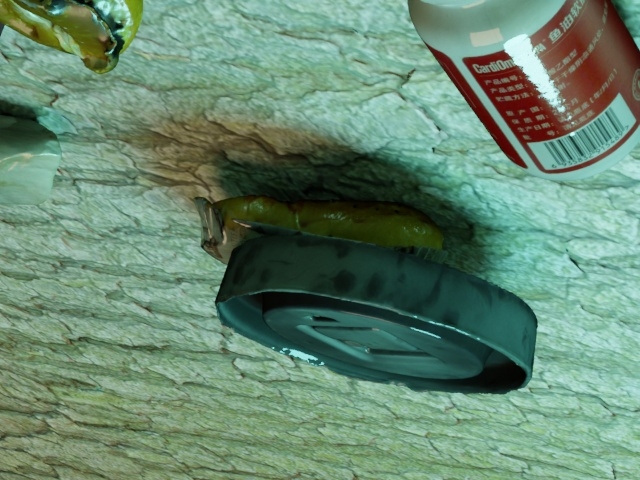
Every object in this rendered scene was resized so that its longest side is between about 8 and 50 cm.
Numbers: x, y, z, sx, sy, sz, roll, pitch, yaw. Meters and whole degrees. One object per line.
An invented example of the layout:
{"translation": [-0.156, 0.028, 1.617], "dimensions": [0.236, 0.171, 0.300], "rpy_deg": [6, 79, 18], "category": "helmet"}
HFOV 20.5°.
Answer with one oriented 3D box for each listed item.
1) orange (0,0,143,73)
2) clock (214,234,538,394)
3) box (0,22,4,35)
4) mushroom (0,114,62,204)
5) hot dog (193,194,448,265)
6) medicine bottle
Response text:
{"translation": [-0.214, -0.217, 1.476], "dimensions": [0.170, 0.112, 0.160], "rpy_deg": [44, 167, 2], "category": "orange"}
{"translation": [0.057, 0.079, 1.756], "dimensions": [0.325, 0.067, 0.325], "rpy_deg": [13, 164, 4], "category": "clock"}
{"translation": [-0.425, -0.209, 1.587], "dimensions": [0.294, 0.167, 0.193], "rpy_deg": [31, 153, -24], "category": "box"}
{"translation": [-0.387, -0.093, 1.877], "dimensions": [0.247, 0.096, 0.108], "rpy_deg": [9, -163, 5], "category": "mushroom"}
{"translation": [0.000, 0.000, 1.808], "dimensions": [0.270, 0.082, 0.162], "rpy_deg": [10, 163, 12], "category": "hot dog"}
{"translation": [0.148, -0.155, 1.294], "dimensions": [0.131, 0.131, 0.250], "rpy_deg": [3, 151, 34], "category": "medicine bottle"}
